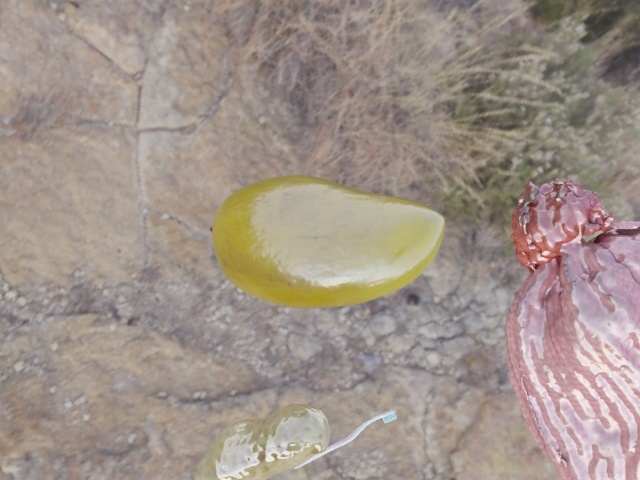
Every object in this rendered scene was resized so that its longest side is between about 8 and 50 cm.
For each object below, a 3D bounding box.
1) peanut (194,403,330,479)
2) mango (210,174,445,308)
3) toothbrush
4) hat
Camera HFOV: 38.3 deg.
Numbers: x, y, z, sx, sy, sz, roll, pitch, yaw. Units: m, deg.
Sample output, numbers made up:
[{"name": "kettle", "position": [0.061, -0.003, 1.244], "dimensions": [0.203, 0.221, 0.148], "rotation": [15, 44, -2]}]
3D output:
[{"name": "peanut", "position": [-0.084, 0.291, 1.274], "dimensions": [0.099, 0.214, 0.099], "rotation": [55, 20, -31]}, {"name": "mango", "position": [-0.006, 0.006, 1.263], "dimensions": [0.195, 0.331, 0.142], "rotation": [-61, 145, -25]}, {"name": "toothbrush", "position": [0.040, 0.344, 1.599], "dimensions": [0.204, 0.017, 0.022], "rotation": [-26, 91, -6]}, {"name": "hat", "position": [0.261, 0.071, 0.818], "dimensions": [0.286, 0.236, 0.107], "rotation": [58, 12, 8]}]
